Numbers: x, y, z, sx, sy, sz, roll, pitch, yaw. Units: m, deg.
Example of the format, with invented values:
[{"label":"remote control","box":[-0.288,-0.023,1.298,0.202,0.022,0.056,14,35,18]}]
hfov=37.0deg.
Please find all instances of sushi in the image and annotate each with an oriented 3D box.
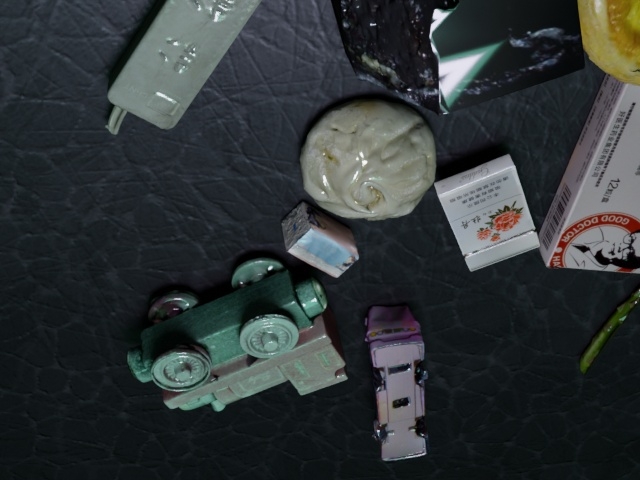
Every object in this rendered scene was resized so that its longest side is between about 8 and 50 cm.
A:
[{"label":"sushi","box":[0.123,-0.272,1.008,0.215,0.227,0.212,-19,123,2]}]

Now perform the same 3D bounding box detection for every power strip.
[{"label":"power strip","box":[-0.170,-0.223,1.122,0.093,0.053,0.288,25,121,-26]}]

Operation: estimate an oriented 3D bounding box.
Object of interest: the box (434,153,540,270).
[{"label":"box","box":[0.234,-0.033,1.321,0.109,0.029,0.198,-21,141,9]}]

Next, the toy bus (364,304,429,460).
[{"label":"toy bus","box":[0.117,0.223,1.491,0.090,0.112,0.274,-7,130,-1]}]

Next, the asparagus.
[{"label":"asparagus","box":[0.473,0.126,1.511,0.034,0.027,0.236,13,127,-23]}]

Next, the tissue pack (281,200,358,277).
[{"label":"tissue pack","box":[0.000,0.000,1.316,0.094,0.074,0.059,29,118,-31]}]

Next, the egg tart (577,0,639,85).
[{"label":"egg tart","box":[0.414,-0.324,1.065,0.319,0.128,0.319,-5,130,-5]}]

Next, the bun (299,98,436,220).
[{"label":"bun","box":[0.065,-0.092,1.229,0.183,0.102,0.183,-5,128,-6]}]

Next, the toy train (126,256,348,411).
[{"label":"toy train","box":[-0.116,0.156,1.391,0.304,0.150,0.221,-21,135,8]}]

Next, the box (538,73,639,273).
[{"label":"box","box":[0.453,-0.105,1.295,0.214,0.069,0.353,4,131,-11]}]
